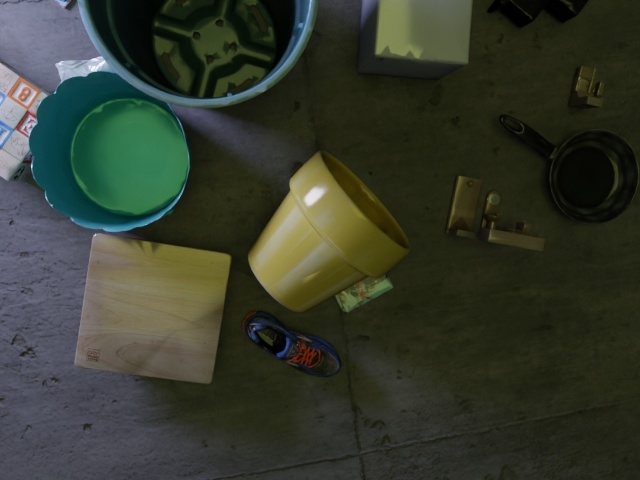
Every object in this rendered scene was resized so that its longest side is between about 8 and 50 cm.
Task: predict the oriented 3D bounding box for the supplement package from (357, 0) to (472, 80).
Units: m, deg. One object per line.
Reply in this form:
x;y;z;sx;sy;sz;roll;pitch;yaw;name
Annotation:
0.176;-0.468;1.126;0.178;0.175;0.292;3;95;-8;supplement package

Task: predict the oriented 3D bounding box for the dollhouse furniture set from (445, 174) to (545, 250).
0.354;-0.058;1.196;0.144;0.151;0.123;9;94;-9;dollhouse furniture set

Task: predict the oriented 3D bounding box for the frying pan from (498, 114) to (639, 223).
0.508;-0.141;1.256;0.326;0.053;0.197;7;94;-5;frying pan

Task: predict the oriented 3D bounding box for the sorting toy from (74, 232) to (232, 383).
-0.318;0.128;1.168;0.257;0.089;0.255;9;94;-7;sorting toy

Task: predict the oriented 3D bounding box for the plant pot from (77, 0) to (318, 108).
-0.188;-0.374;1.015;0.341;0.334;0.341;0;95;-6;plant pot

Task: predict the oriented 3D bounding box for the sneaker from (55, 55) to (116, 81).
-0.419;-0.320;1.140;0.152;0.053;0.061;-9;105;1;sneaker

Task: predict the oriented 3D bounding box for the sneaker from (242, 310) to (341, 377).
-0.059;0.220;1.206;0.221;0.087;0.083;25;93;-8;sneaker

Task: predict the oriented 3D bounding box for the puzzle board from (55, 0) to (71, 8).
-0.483;-0.520;1.131;0.096;0.011;0.128;39;89;-8;puzzle board

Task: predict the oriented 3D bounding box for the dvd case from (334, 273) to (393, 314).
0.081;0.089;1.248;0.119;0.013;0.087;-27;97;-3;dvd case

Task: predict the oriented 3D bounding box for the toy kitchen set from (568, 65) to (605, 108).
0.569;-0.313;1.234;0.068;0.075;0.083;10;98;-8;toy kitchen set

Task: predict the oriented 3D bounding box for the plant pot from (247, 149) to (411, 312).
0.000;0.000;1.127;0.239;0.254;0.254;-41;98;14;plant pot

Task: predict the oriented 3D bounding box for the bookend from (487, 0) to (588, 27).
0.453;-0.485;1.208;0.157;0.072;0.156;36;91;-9;bookend

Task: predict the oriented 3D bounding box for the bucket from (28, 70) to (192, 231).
-0.364;-0.154;1.091;0.281;0.183;0.281;0;95;-6;bucket

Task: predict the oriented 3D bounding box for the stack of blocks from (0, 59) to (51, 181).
-0.637;-0.262;1.098;0.297;0.087;0.171;36;91;-8;stack of blocks
